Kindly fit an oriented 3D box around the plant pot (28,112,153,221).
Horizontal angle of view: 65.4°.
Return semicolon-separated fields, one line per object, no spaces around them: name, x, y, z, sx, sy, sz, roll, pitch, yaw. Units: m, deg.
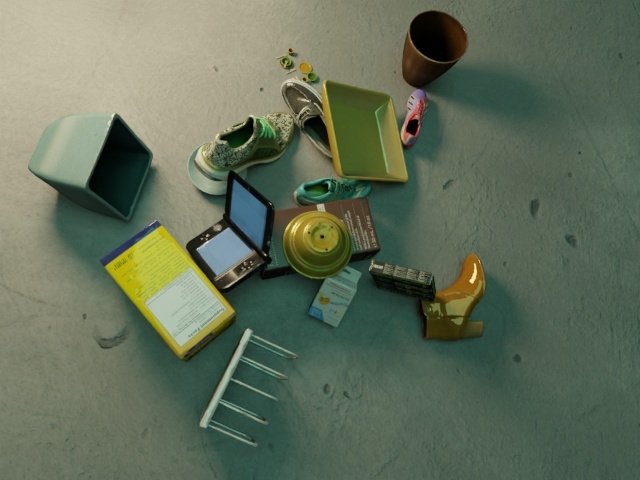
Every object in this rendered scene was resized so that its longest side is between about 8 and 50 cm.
plant pot;-0.704;-0.228;1.496;0.253;0.247;0.246;9;72;11

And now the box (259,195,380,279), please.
box;-0.019;-0.010;1.601;0.382;0.143;0.190;-11;77;-11

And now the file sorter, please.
file sorter;-0.203;0.420;1.418;0.173;0.193;0.277;27;71;-5

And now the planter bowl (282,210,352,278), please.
planter bowl;0.000;0.000;1.483;0.218;0.090;0.216;3;74;-10

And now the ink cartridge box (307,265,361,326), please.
ink cartridge box;0.045;0.166;1.549;0.105;0.061;0.181;25;110;-3

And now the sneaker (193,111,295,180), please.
sneaker;-0.209;-0.336;1.609;0.158;0.182;0.410;48;52;2

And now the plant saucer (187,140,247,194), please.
plant saucer;-0.343;-0.237;1.660;0.195;0.037;0.194;3;73;-10

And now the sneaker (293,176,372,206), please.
sneaker;0.048;-0.164;1.671;0.276;0.110;0.106;-10;76;-13

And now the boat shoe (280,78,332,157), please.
boat shoe;-0.025;-0.423;1.707;0.335;0.121;0.119;47;32;4

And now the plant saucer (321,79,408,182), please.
plant saucer;0.138;-0.350;1.692;0.333;0.081;0.332;-3;79;-41

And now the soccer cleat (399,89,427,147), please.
soccer cleat;0.347;-0.453;1.814;0.083;0.095;0.247;22;73;-6

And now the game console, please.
game console;-0.275;-0.033;1.468;0.250;0.173;0.293;-36;43;-14

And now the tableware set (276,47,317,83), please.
tableware set;-0.085;-0.638;1.829;0.104;0.024;0.154;-28;80;-17

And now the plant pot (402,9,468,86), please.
plant pot;0.384;-0.668;1.812;0.216;0.230;0.215;3;74;-10

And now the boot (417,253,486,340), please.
boot;0.427;0.181;1.642;0.212;0.104;0.294;4;78;-9

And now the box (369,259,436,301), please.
box;0.259;0.127;1.553;0.191;0.184;0.045;12;69;21

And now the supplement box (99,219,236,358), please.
supplement box;-0.432;0.152;1.450;0.194;0.195;0.356;-39;83;-18
